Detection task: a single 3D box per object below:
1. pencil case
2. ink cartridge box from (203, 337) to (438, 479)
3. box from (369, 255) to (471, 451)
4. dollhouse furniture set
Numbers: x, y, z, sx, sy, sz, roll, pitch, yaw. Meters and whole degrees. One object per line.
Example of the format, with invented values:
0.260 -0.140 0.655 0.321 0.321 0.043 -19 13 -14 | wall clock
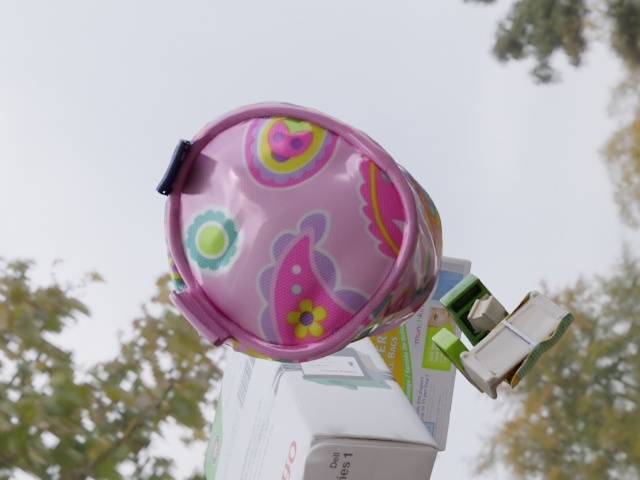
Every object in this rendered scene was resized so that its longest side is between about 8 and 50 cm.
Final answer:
0.000 0.000 0.690 0.124 0.124 0.284 -65 -8 3 | pencil case
-0.009 0.154 0.920 0.093 0.219 0.160 7 -69 -19 | ink cartridge box
0.075 0.112 1.377 0.114 0.103 0.203 9 -94 -20 | box
0.133 0.075 0.920 0.076 0.152 0.058 -41 -70 -3 | dollhouse furniture set
